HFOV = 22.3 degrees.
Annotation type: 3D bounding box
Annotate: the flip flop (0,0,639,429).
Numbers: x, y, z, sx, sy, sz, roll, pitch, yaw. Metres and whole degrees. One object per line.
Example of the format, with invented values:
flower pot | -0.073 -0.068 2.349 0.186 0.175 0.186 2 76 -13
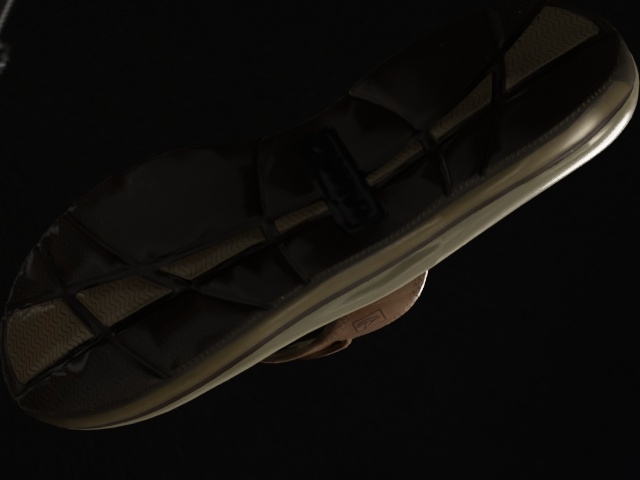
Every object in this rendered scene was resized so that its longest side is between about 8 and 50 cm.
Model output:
flip flop | 0.000 0.000 0.641 0.277 0.112 0.080 -29 -41 3
